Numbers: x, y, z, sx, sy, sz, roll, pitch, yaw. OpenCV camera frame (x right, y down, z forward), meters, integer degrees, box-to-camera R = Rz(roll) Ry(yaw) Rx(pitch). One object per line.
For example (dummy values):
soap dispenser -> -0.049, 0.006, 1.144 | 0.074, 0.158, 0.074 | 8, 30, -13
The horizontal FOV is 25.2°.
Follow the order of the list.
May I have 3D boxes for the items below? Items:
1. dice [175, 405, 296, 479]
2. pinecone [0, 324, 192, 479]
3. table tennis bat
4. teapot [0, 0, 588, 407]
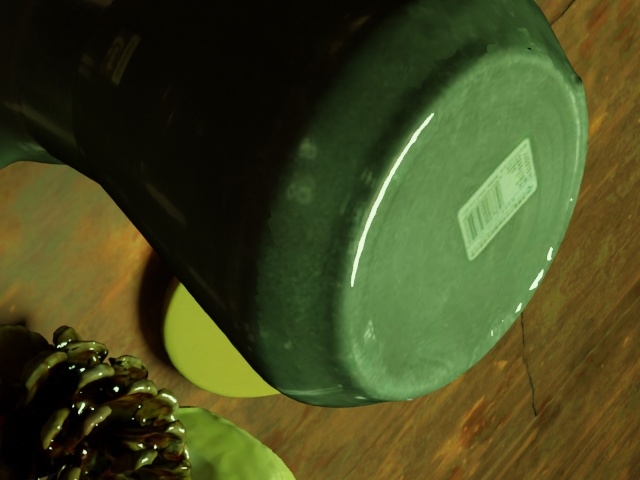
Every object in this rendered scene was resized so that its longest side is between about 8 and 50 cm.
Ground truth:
dice -> -0.114, 0.250, 1.145 | 0.166, 0.169, 0.169 | -33, 137, -34
pinecone -> -0.177, 0.154, 0.981 | 0.150, 0.195, 0.179 | -43, 140, -54
table tennis bat -> 0.021, 0.049, 1.169 | 0.320, 0.050, 0.198 | -1, 126, -29
teapot -> -0.030, -0.095, 0.843 | 0.300, 0.344, 0.253 | -58, 148, -3
